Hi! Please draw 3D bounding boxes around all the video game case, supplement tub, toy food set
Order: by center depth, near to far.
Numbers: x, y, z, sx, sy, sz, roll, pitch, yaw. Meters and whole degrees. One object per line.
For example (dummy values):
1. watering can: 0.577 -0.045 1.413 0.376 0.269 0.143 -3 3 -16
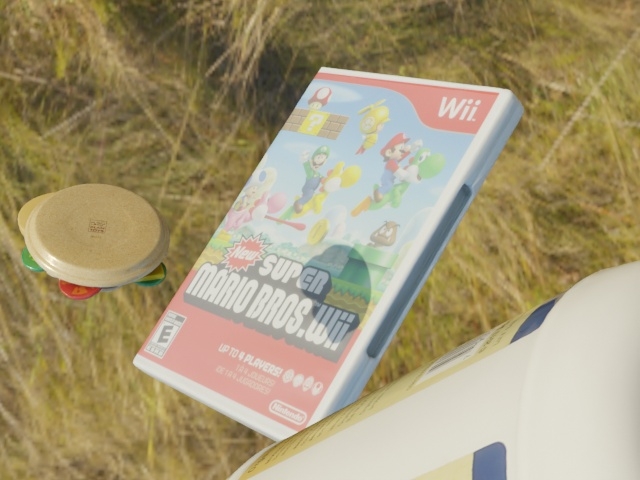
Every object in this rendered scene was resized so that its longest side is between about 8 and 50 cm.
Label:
1. supplement tub: 0.072 0.166 0.469 0.228 0.228 0.316 26 140 -27
2. toy food set: -0.127 -0.001 0.624 0.083 0.082 0.020 -5 136 -20
3. video game case: 0.000 0.000 0.805 0.204 0.285 0.025 16 159 47
